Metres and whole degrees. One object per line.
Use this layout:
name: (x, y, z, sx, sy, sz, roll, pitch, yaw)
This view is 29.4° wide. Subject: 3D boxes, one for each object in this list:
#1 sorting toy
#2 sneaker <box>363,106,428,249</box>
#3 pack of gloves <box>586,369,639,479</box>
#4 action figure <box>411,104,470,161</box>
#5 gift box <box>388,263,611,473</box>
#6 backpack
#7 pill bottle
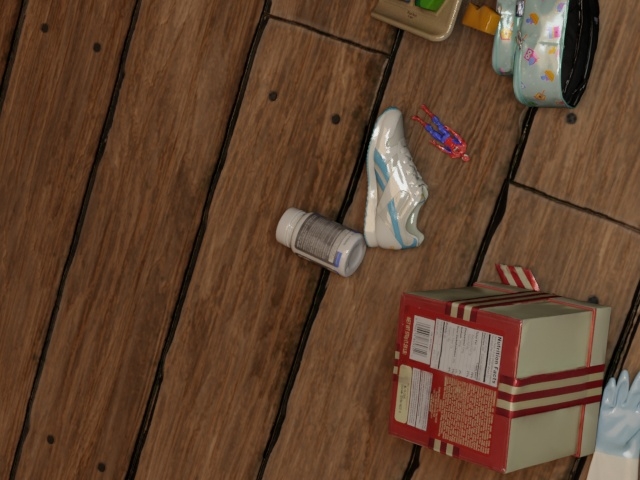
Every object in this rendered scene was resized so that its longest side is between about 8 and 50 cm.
sorting toy: (0.184, -0.415, 1.819, 0.307, 0.041, 0.229, 37, 110, 55)
sneaker: (0.124, -0.099, 1.939, 0.092, 0.087, 0.228, 4, 103, 19)
pack of gloves: (0.506, 0.306, 1.809, 0.195, 0.046, 0.232, 11, 102, 13)
action figure: (0.194, -0.165, 1.926, 0.115, 0.030, 0.038, 45, 106, 14)
gift box: (0.259, 0.177, 1.799, 0.276, 0.258, 0.255, 19, 104, 44)
backpack: (0.328, -0.284, 1.773, 0.144, 0.166, 0.188, -1, 92, 23)
pill bottle: (0.000, 0.000, 2.004, 0.137, 0.078, 0.078, 25, 104, 22)
